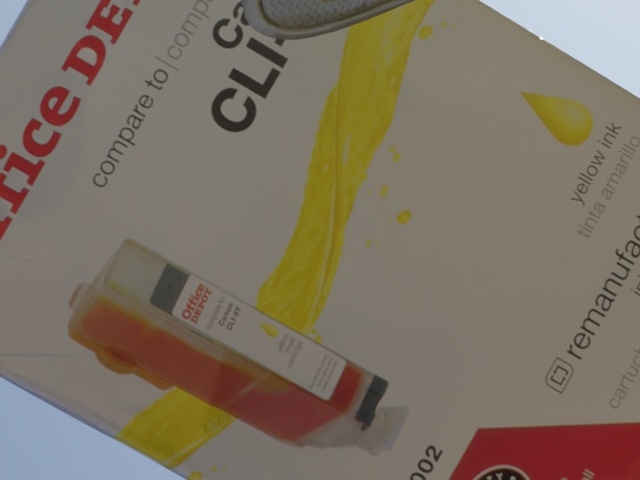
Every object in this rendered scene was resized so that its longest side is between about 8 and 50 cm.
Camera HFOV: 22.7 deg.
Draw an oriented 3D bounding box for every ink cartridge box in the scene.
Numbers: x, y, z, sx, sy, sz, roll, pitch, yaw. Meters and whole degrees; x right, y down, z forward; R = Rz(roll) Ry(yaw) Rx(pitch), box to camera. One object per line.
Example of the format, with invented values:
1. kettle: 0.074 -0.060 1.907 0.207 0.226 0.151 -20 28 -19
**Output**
1. ink cartridge box: 0.000 0.000 0.833 0.385 0.160 0.279 30 -92 -8

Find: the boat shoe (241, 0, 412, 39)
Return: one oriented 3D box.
1. boat shoe: 0.066 -0.152 0.623 0.233 0.084 0.079 -18 -122 -14
